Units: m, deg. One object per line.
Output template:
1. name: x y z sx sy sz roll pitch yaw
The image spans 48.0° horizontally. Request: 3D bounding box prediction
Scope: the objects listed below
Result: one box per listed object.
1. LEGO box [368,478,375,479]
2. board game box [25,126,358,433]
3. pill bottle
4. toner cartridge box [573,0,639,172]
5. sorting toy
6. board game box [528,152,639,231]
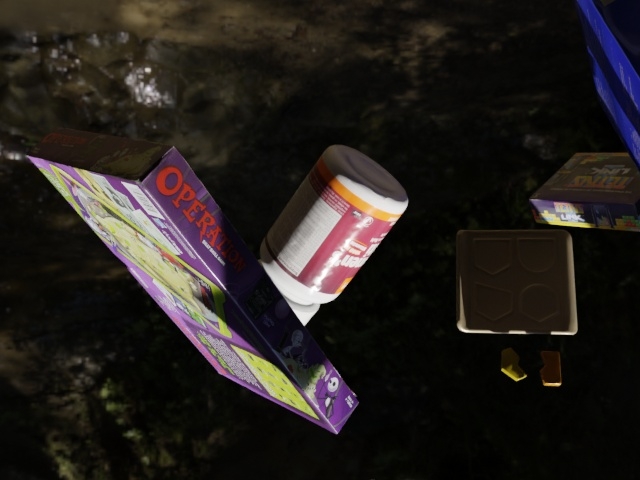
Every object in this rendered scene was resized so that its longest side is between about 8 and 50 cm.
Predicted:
1. LEGO box: 0.090 0.699 1.096 0.193 0.501 0.372 -9 -155 -31
2. board game box: -0.114 0.043 0.692 0.208 0.056 0.347 10 144 42
3. pill bottle: 0.000 0.000 0.899 0.121 0.121 0.221 7 126 -49
4. toner cartridge box: 0.339 -0.159 0.734 0.075 0.165 0.348 -26 158 19
5. sorting toy: 0.379 0.126 1.399 0.228 0.307 0.041 1 159 7
6. board game box: 0.416 -0.075 1.048 0.141 0.048 0.170 -38 -153 -29
